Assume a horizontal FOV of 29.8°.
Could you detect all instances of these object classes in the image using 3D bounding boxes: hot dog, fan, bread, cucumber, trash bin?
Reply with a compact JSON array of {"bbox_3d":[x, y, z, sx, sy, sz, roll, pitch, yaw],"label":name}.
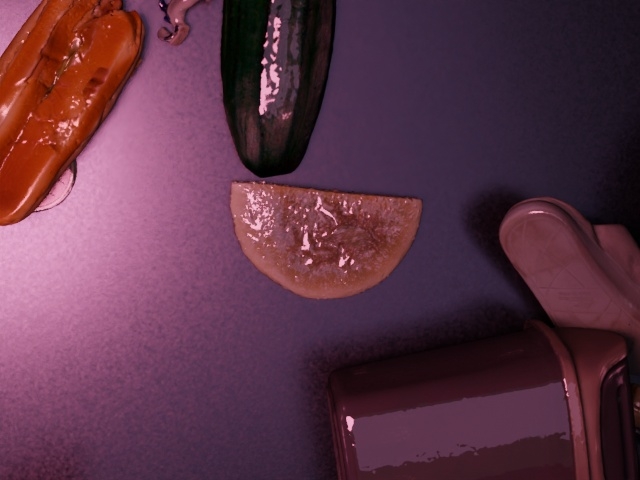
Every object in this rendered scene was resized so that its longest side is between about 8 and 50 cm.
[{"bbox_3d":[-0.258,-0.124,1.112,0.109,0.072,0.269,33,85,-10],"label":"hot dog"},{"bbox_3d":[-0.296,-0.082,1.146,0.133,0.005,0.085,32,89,-11],"label":"fan"},{"bbox_3d":[0.003,0.004,1.184,0.193,0.036,0.112,6,96,-8],"label":"bread"},{"bbox_3d":[-0.037,-0.180,1.149,0.115,0.063,0.244,0,97,-8],"label":"cucumber"},{"bbox_3d":[0.159,0.196,1.155,0.290,0.182,0.209,-9,102,-2],"label":"trash bin"}]

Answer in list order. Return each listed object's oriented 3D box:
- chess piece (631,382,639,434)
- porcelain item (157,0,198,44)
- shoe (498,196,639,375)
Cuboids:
[{"bbox_3d":[0.364,0.203,1.247,0.172,0.060,0.060,33,90,-8],"label":"chess piece"},{"bbox_3d":[-0.126,-0.257,1.136,0.075,0.021,0.136,46,111,15],"label":"porcelain item"},{"bbox_3d":[0.276,0.034,1.205,0.251,0.103,0.100,44,44,-22],"label":"shoe"}]
